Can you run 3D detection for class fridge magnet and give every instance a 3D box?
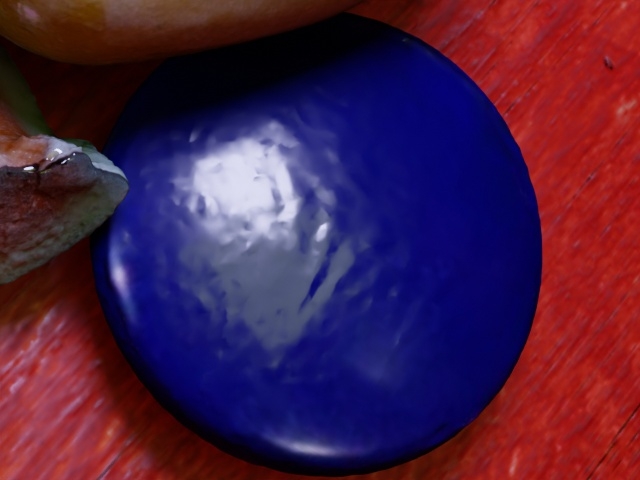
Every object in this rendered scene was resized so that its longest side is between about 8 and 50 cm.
[{"bbox_3d":[0.000,0.000,0.969,0.265,0.113,0.265,4,79,-20],"label":"fridge magnet"}]

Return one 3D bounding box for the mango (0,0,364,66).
[{"bbox_3d":[-0.035,-0.218,0.909,0.384,0.199,0.221,-35,49,-23],"label":"mango"}]

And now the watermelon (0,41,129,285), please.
[{"bbox_3d":[-0.261,-0.092,0.838,0.320,0.213,0.289,-7,79,-10],"label":"watermelon"}]
